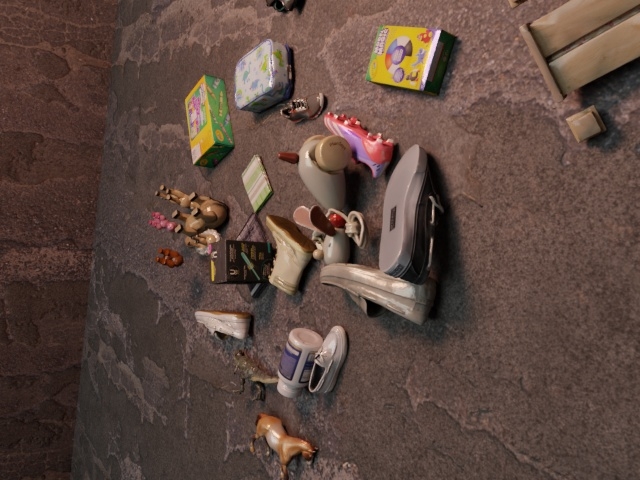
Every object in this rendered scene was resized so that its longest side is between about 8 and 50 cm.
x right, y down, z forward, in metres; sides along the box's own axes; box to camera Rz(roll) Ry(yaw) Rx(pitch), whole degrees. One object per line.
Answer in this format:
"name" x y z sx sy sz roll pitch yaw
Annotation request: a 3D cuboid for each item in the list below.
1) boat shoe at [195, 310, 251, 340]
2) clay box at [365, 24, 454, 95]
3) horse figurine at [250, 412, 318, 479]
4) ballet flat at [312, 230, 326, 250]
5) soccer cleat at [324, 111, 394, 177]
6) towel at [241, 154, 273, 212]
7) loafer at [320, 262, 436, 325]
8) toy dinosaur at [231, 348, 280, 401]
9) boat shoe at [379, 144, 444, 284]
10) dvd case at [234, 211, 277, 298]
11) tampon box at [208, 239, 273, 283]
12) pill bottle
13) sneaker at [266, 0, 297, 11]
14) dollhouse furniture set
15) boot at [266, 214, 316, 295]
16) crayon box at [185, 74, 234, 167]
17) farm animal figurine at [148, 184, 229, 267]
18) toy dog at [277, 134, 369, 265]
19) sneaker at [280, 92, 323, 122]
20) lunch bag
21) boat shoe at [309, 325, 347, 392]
"boat shoe" -0.328 0.278 1.718 0.277 0.098 0.096 -4 84 50
"clay box" 0.183 -0.405 1.170 0.222 0.053 0.128 29 110 47
"horse figurine" -0.122 0.568 1.470 0.263 0.066 0.175 35 120 44
"ballet flat" 0.000 0.000 1.378 0.041 0.041 0.114 -55 49 33
"soccer cleat" 0.080 -0.237 1.269 0.248 0.083 0.095 40 122 42
"towel" -0.198 -0.178 1.655 0.113 0.023 0.152 -48 55 41
"loafer" 0.111 0.115 1.176 0.319 0.112 0.112 6 84 50
"toy dinosaur" -0.208 0.418 1.593 0.268 0.064 0.118 15 93 47
"boat shoe" 0.200 -0.056 1.082 0.113 0.104 0.306 -41 32 51
"dvd case" -0.205 0.045 1.646 0.164 0.018 0.221 -52 50 34
"tampon box" -0.233 0.066 1.536 0.101 0.161 0.121 -12 77 49
"pill bottle" -0.059 0.325 1.384 0.094 0.094 0.169 37 116 46
"sneaker" -0.147 -0.746 1.565 0.267 0.101 0.106 33 115 47
"dollhouse furniture set" 0.480 -0.388 0.815 0.303 0.174 0.356 -24 98 34
"boot" -0.108 0.037 1.482 0.213 0.077 0.165 43 122 40
"crayon box" -0.397 -0.421 1.865 0.165 0.081 0.279 -30 65 46
"farm animal figurine" -0.444 -0.063 1.848 0.326 0.172 0.331 -22 62 35
"toy dog" -0.013 -0.103 1.260 0.220 0.160 0.334 135 126 -70
"sneaker" -0.054 -0.365 1.450 0.158 0.064 0.061 -16 76 50
"lunch bag" -0.174 -0.494 1.588 0.219 0.090 0.176 -12 79 50
"boat shoe" 0.013 0.301 1.321 0.066 0.063 0.184 39 117 45
